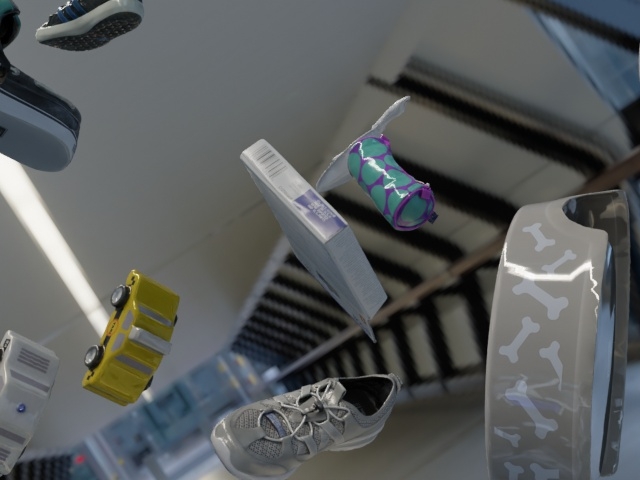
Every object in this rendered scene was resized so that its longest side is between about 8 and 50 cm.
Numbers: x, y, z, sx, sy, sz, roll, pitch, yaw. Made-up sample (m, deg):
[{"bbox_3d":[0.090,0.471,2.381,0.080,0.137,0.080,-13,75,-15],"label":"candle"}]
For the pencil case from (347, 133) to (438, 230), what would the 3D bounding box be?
[{"bbox_3d":[0.090,-0.074,1.660,0.070,0.151,0.064,-47,-48,8],"label":"pencil case"}]

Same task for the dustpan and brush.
[{"bbox_3d":[0.082,-0.165,2.182,0.211,0.060,0.147,-34,-4,28],"label":"dustpan and brush"}]

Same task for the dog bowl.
[{"bbox_3d":[0.241,0.119,1.285,0.102,0.348,0.349,4,10,18],"label":"dog bowl"}]

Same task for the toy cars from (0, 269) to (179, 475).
[{"bbox_3d":[-0.333,0.181,1.782,0.394,0.176,0.087,-28,17,-34],"label":"toy cars"}]

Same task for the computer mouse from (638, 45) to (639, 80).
[{"bbox_3d":[0.178,-0.128,0.609,0.042,0.193,0.106,8,6,5],"label":"computer mouse"}]

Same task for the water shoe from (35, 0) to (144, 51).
[{"bbox_3d":[-0.295,-0.300,1.678,0.203,0.080,0.073,-8,-12,43],"label":"water shoe"}]

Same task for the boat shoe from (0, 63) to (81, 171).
[{"bbox_3d":[-0.442,-0.205,1.659,0.113,0.306,0.105,-42,31,43],"label":"boat shoe"}]

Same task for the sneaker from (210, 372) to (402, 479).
[{"bbox_3d":[-0.016,0.211,1.593,0.281,0.105,0.115,-13,-32,-46],"label":"sneaker"}]

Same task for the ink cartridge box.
[{"bbox_3d":[0.000,0.000,1.706,0.045,0.223,0.224,-36,-42,-9],"label":"ink cartridge box"}]

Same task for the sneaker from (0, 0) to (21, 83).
[{"bbox_3d":[-0.417,-0.272,1.517,0.108,0.121,0.302,-49,32,26],"label":"sneaker"}]
